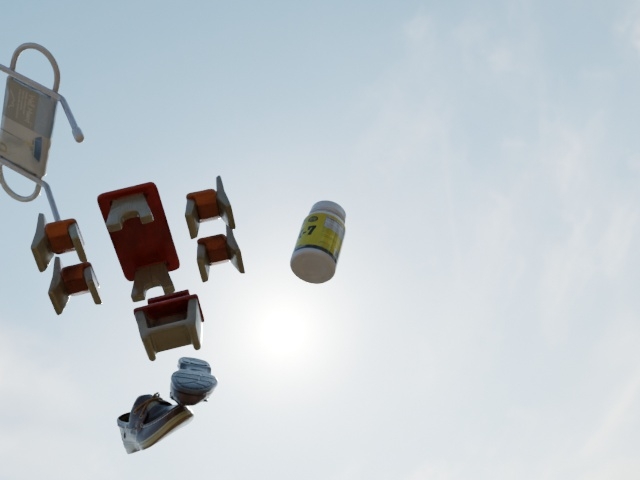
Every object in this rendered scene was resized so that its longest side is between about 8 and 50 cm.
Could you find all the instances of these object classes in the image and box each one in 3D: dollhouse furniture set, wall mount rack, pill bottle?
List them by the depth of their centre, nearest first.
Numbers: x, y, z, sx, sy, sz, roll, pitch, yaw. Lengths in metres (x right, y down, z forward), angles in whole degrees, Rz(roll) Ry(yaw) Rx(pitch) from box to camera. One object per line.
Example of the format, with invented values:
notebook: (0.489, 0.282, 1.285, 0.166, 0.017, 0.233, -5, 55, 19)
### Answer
dollhouse furniture set: (-0.247, 0.034, 1.063, 0.262, 0.135, 0.259, -13, -55, -7)
wall mount rack: (-0.561, -0.185, 1.408, 0.130, 0.304, 0.350, -45, -20, -58)
pill bottle: (0.000, 0.000, 1.876, 0.119, 0.208, 0.119, 8, -46, 8)

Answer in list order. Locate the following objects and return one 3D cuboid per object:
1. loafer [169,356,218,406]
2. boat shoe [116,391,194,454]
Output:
loafer: (-0.304, 0.352, 1.731, 0.109, 0.302, 0.095, 12, -88, -9)
boat shoe: (-0.433, 0.449, 1.849, 0.123, 0.123, 0.342, -27, -5, -37)
